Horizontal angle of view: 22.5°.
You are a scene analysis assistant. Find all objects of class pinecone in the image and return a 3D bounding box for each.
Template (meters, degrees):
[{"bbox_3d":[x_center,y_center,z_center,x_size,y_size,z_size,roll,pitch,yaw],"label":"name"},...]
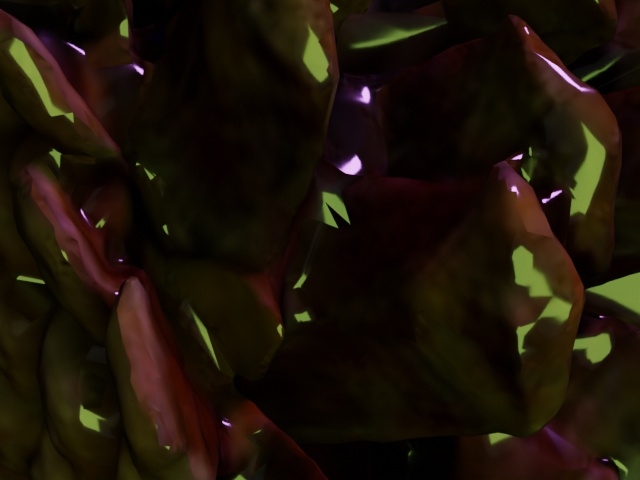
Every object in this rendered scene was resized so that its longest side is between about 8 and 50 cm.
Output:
[{"bbox_3d":[0.000,0.000,0.560,0.384,0.384,0.385,-7,120,-12],"label":"pinecone"}]
